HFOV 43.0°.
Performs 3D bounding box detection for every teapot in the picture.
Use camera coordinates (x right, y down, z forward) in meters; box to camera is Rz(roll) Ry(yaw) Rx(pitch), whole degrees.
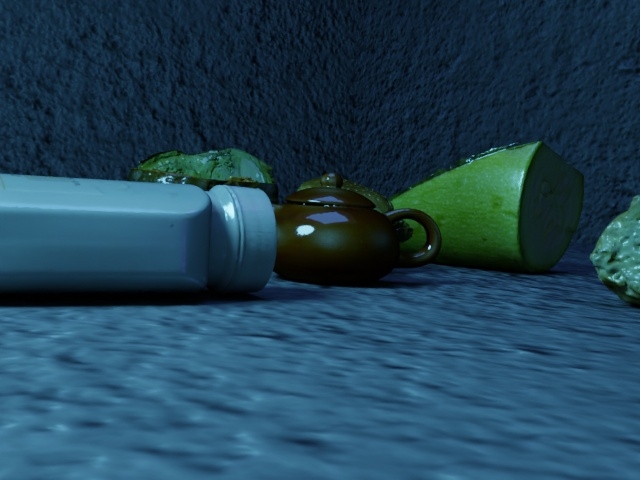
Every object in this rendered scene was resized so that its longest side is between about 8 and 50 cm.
[{"bbox_3d":[0.031,-0.015,1.002,0.252,0.135,0.178,2,7,-13],"label":"teapot"}]

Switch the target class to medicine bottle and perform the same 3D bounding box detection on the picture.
[{"bbox_3d":[-0.194,-0.003,0.744,0.296,0.111,0.161,0,6,-29],"label":"medicine bottle"}]

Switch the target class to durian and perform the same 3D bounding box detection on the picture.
[{"bbox_3d":[-0.233,-0.101,1.732,0.394,0.197,0.163,-2,7,-43],"label":"durian"}]

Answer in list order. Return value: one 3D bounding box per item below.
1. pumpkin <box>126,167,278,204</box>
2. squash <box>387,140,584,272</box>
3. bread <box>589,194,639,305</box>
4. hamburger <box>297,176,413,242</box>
[{"bbox_3d":[-0.239,-0.061,1.532,0.190,0.139,0.281,7,3,41],"label":"pumpkin"},{"bbox_3d":[0.250,-0.057,1.392,0.309,0.210,0.234,12,-4,41],"label":"squash"},{"bbox_3d":[0.426,0.014,0.962,0.152,0.129,0.268,0,-1,35],"label":"bread"},{"bbox_3d":[0.045,-0.022,1.168,0.185,0.131,0.159,7,6,-9],"label":"hamburger"}]
